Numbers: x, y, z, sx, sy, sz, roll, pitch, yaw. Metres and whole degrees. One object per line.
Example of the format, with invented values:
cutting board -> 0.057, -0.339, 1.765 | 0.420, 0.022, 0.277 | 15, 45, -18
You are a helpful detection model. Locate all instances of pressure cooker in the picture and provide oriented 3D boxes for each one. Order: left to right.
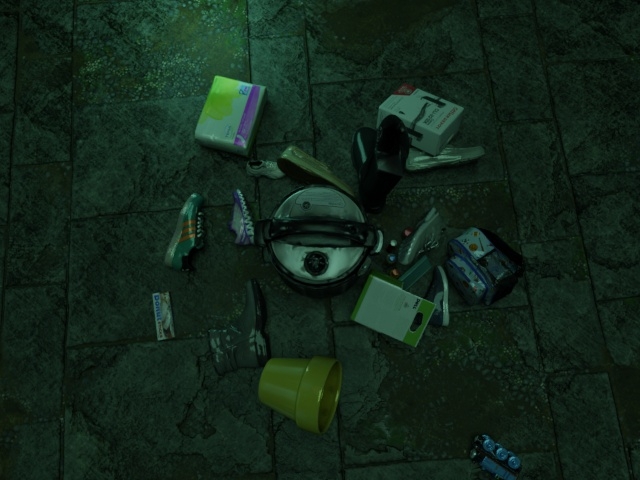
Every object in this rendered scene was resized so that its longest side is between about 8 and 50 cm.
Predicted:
pressure cooker -> 0.001, 0.006, 1.706 | 0.370, 0.420, 0.375 | -38, 79, -6

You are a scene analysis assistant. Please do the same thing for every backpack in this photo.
backpack -> 0.565, 0.093, 1.772 | 0.213, 0.276, 0.263 | -23, 65, -6

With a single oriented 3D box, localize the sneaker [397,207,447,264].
sneaker -> 0.386, -0.002, 1.800 | 0.115, 0.105, 0.281 | 43, 60, -3

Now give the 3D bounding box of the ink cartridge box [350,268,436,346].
ink cartridge box -> 0.263, 0.244, 1.777 | 0.255, 0.097, 0.189 | 24, 105, 6

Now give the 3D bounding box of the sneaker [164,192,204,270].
sneaker -> -0.489, -0.027, 1.889 | 0.121, 0.108, 0.302 | 18, 86, 4

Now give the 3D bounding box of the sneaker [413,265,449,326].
sneaker -> 0.388, 0.204, 1.823 | 0.163, 0.086, 0.226 | 0, 78, -1

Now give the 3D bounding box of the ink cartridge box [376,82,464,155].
ink cartridge box -> 0.386, -0.473, 1.909 | 0.273, 0.114, 0.197 | 31, 59, 20

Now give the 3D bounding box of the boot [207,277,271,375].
boot -> -0.311, 0.313, 1.802 | 0.223, 0.118, 0.338 | -9, 73, 4

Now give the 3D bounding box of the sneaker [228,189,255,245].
sneaker -> -0.314, -0.081, 1.904 | 0.104, 0.095, 0.236 | -18, 78, 5

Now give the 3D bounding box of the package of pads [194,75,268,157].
package of pads -> -0.364, -0.505, 1.993 | 0.229, 0.101, 0.296 | 14, 77, 4

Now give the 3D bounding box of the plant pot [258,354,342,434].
plant pot -> -0.074, 0.509, 1.693 | 0.239, 0.254, 0.254 | 10, 77, 18

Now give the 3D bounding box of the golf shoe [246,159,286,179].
golf shoe -> -0.209, -0.287, 1.949 | 0.176, 0.086, 0.069 | -3, 75, -1

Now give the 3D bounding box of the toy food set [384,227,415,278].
toy food set -> 0.314, 0.035, 1.853 | 0.111, 0.104, 0.232 | 40, 81, 9

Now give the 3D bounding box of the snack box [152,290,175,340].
snack box -> -0.591, 0.284, 1.856 | 0.064, 0.022, 0.178 | -11, 77, 0

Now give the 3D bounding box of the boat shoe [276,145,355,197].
boat shoe -> -0.001, -0.259, 1.920 | 0.341, 0.121, 0.110 | 33, 57, -2

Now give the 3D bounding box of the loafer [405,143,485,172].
loafer -> 0.483, -0.343, 1.935 | 0.319, 0.112, 0.111 | -8, 85, 0

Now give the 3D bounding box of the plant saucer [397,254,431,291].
plant saucer -> 0.343, 0.138, 1.853 | 0.192, 0.067, 0.018 | -40, 36, -7

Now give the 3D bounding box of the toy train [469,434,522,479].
toy train -> 0.602, 0.757, 1.697 | 0.184, 0.080, 0.105 | 33, 86, 8

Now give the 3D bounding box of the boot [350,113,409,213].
boot -> 0.203, -0.325, 1.764 | 0.146, 0.445, 0.367 | -8, 77, -1
